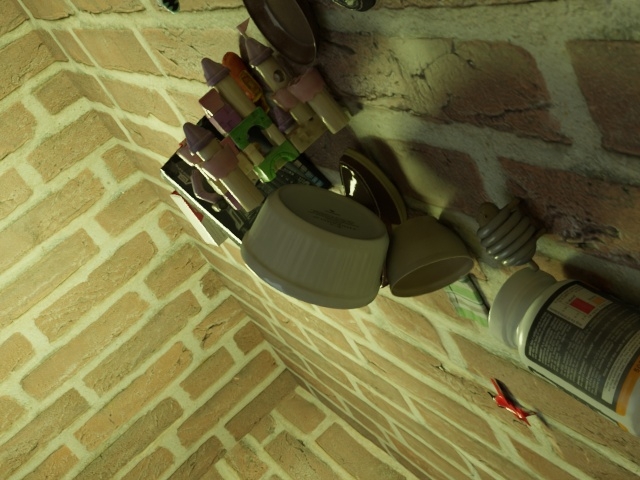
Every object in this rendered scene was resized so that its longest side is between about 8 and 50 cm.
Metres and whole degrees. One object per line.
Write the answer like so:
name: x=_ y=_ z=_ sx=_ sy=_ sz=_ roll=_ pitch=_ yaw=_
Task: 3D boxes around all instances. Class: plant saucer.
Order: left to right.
plant saucer: x=-0.064 y=-0.388 z=1.318 sx=0.198 sy=0.036 sz=0.198 roll=44 pitch=164 yaw=15

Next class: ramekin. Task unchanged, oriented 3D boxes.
ramekin: x=0.000 y=0.000 z=1.411 sx=0.273 sy=0.273 sz=0.127 roll=37 pitch=117 yaw=35

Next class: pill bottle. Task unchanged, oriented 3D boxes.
pill bottle: x=0.394 y=0.152 z=1.138 sx=0.278 sy=0.162 sz=0.162 roll=33 pitch=158 yaw=45

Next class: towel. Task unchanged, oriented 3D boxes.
towel: x=0.289 y=0.115 z=1.589 sx=0.152 sy=0.023 sz=0.113 roll=57 pitch=163 yaw=-28

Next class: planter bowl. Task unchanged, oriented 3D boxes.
planter bowl: x=0.189 y=0.022 z=1.436 sx=0.162 sy=0.162 sz=0.109 roll=87 pitch=166 yaw=-66

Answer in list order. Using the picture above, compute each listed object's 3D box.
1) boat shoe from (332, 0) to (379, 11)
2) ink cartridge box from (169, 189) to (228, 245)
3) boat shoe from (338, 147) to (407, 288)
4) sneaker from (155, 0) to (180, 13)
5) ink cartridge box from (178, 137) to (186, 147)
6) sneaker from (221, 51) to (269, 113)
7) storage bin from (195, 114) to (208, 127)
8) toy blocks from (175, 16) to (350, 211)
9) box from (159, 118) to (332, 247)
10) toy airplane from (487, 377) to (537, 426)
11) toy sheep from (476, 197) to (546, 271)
boat shoe: x=-0.057 y=-0.434 z=1.076 sx=0.335 sy=0.095 sz=0.112 roll=49 pitch=164 yaw=-3
ink cartridge box: x=-0.249 y=-0.127 z=2.068 sx=0.172 sy=0.237 sz=0.100 roll=55 pitch=160 yaw=-22
boat shoe: x=0.098 y=-0.032 z=1.567 sx=0.123 sy=0.123 sz=0.342 roll=34 pitch=159 yaw=41
sneaker: x=-0.341 y=-0.529 z=1.734 sx=0.098 sy=0.038 sz=0.069 roll=54 pitch=168 yaw=16
ink cartridge box: x=-0.351 y=-0.253 z=2.362 sx=0.150 sy=0.063 sz=0.109 roll=30 pitch=156 yaw=49
sneaker: x=-0.156 y=-0.338 z=1.670 sx=0.067 sy=0.064 sz=0.175 roll=18 pitch=156 yaw=34
storage bin: x=-0.198 y=-0.244 z=1.861 sx=0.180 sy=0.122 sz=0.084 roll=51 pitch=164 yaw=-10
toy blocks: x=-0.160 y=-0.234 z=1.494 sx=0.260 sy=0.288 sz=0.309 roll=49 pitch=168 yaw=-14
box: x=-0.169 y=-0.137 z=1.758 sx=0.307 sy=0.242 sz=0.076 roll=43 pitch=165 yaw=-3
toy airplane: x=0.446 y=0.389 z=1.812 sx=0.151 sy=0.028 sz=0.151 roll=43 pitch=165 yaw=15
toy sheep: x=0.289 y=-0.006 z=1.182 sx=0.132 sy=0.091 sz=0.091 roll=47 pitch=164 yaw=5
